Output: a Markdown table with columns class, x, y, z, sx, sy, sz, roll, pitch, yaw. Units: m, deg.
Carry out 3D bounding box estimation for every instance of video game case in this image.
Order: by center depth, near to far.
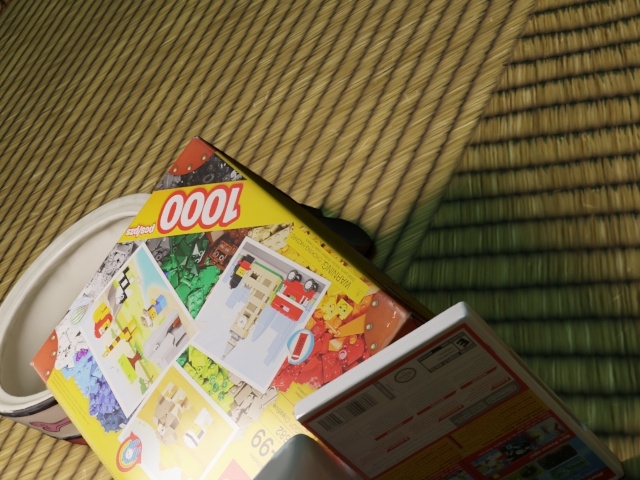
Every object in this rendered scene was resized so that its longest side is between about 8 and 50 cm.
| class | x | y | z | sx | sy | sz | roll | pitch | yaw |
| --- | --- | --- | --- | --- | --- | --- | --- | --- | --- |
| video game case | 0.140 | 0.197 | 1.420 | 0.204 | 0.285 | 0.025 | -33 | 32 | 19 |

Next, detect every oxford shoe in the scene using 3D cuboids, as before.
| class | x | y | z | sx | sy | sz | roll | pitch | yaw |
| --- | --- | --- | --- | --- | --- | --- | --- | --- | --- |
| oxford shoe | 0.000 | 0.000 | 2.051 | 0.212 | 0.076 | 0.076 | 23 | 102 | 55 |

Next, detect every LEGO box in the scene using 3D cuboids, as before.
| class | x | y | z | sx | sy | sz | roll | pitch | yaw |
| --- | --- | --- | --- | --- | --- | --- | --- | --- | --- |
| LEGO box | -0.083 | 0.154 | 1.706 | 0.372 | 0.193 | 0.500 | -54 | 41 | 3 |

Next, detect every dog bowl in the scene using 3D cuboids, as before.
| class | x | y | z | sx | sy | sz | roll | pitch | yaw |
| --- | --- | --- | --- | --- | --- | --- | --- | --- | --- |
| dog bowl | -0.329 | 0.130 | 2.195 | 0.408 | 0.150 | 0.408 | -30 | 34 | 23 |

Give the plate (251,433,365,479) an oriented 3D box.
| class | x | y | z | sx | sy | sz | roll | pitch | yaw |
| --- | --- | --- | --- | --- | --- | --- | --- | --- | --- |
| plate | -0.030 | 0.356 | 1.453 | 0.277 | 0.278 | 0.045 | -48 | 44 | -1 |
